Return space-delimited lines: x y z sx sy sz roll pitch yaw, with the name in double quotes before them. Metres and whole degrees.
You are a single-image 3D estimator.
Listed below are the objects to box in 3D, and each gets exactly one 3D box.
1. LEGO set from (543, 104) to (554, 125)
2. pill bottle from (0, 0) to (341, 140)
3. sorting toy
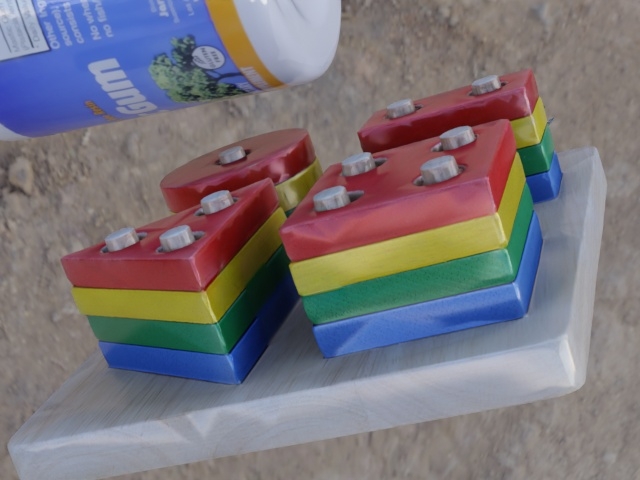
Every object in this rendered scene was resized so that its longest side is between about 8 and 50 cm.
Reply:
"LEGO set" 0.159 -0.091 0.936 0.054 0.083 0.023 26 27 24
"pill bottle" -0.138 -0.139 0.660 0.272 0.152 0.152 -9 61 19
"sorting toy" 0.000 0.000 0.580 0.256 0.089 0.257 -14 17 20
